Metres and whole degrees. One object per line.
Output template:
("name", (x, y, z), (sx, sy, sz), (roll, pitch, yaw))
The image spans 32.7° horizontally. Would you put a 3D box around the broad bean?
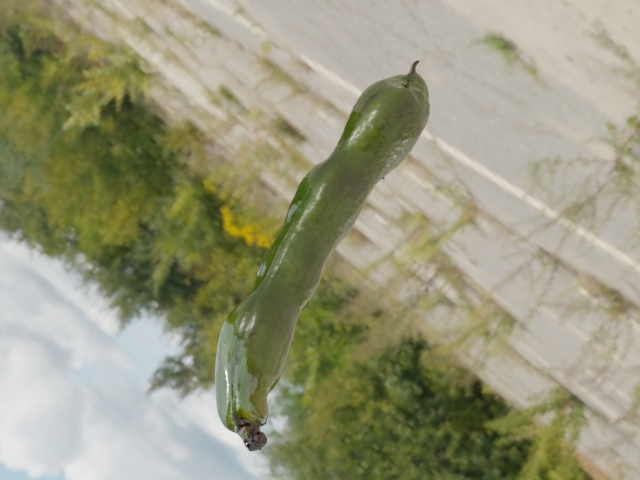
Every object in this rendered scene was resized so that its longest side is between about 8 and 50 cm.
("broad bean", (0.000, -0.001, 0.642), (0.052, 0.256, 0.052), (27, 160, 1))
